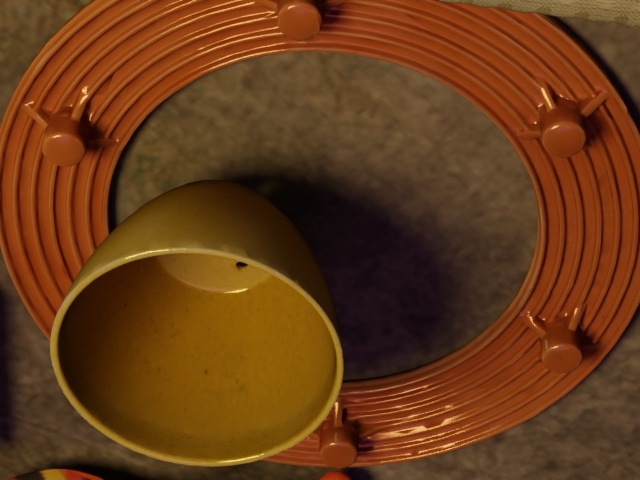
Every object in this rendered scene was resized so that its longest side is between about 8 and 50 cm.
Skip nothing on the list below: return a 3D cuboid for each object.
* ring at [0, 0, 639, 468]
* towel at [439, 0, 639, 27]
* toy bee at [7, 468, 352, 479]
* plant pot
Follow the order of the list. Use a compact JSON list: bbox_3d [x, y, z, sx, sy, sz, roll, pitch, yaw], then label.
[{"bbox_3d":[0.000,0.000,0.965,0.336,0.032,0.336,2,129,2],"label":"ring"},{"bbox_3d":[0.061,-0.233,0.764,0.324,0.056,0.312,7,124,1],"label":"towel"},{"bbox_3d":[-0.055,0.192,1.073,0.298,0.162,0.195,31,157,-4],"label":"toy bee"},{"bbox_3d":[-0.054,0.026,0.909,0.134,0.095,0.134,2,129,2],"label":"plant pot"}]
